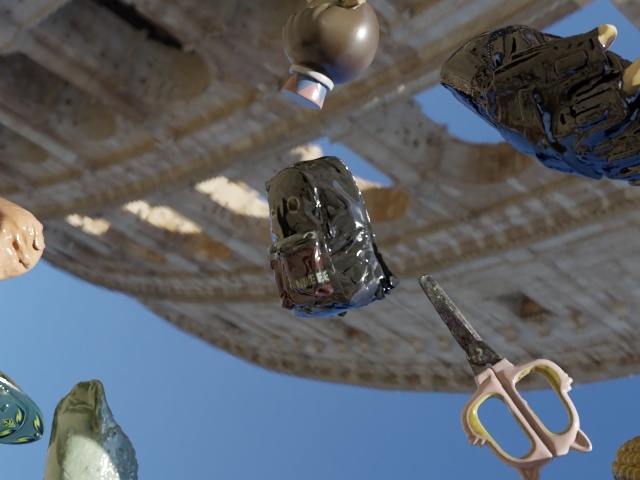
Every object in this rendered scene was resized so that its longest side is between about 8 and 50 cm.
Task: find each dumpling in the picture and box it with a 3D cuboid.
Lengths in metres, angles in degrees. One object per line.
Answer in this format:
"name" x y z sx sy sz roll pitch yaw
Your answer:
"dumpling" -0.267 0.270 1.258 0.152 0.108 0.219 -173 -86 -77

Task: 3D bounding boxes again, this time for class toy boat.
"toy boat" -0.471 0.209 1.456 0.093 0.246 0.103 -48 -148 5

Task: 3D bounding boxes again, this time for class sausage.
"sausage" -0.392 -0.025 1.131 0.289 0.086 0.086 21 -101 38

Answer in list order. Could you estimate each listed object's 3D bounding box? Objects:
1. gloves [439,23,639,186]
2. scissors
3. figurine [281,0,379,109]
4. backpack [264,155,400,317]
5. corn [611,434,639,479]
"gloves" 0.210 -0.103 0.816 0.203 0.164 0.124 42 -55 48
"scissors" 0.226 0.170 1.438 0.160 0.024 0.317 -31 -112 -6
"figurine" 0.011 -0.335 1.632 0.161 0.158 0.275 116 -18 -69
"backpack" -0.002 -0.001 1.119 0.120 0.106 0.165 -30 -100 54
"corn" 0.510 0.302 1.359 0.363 0.120 0.120 -10 -125 59
